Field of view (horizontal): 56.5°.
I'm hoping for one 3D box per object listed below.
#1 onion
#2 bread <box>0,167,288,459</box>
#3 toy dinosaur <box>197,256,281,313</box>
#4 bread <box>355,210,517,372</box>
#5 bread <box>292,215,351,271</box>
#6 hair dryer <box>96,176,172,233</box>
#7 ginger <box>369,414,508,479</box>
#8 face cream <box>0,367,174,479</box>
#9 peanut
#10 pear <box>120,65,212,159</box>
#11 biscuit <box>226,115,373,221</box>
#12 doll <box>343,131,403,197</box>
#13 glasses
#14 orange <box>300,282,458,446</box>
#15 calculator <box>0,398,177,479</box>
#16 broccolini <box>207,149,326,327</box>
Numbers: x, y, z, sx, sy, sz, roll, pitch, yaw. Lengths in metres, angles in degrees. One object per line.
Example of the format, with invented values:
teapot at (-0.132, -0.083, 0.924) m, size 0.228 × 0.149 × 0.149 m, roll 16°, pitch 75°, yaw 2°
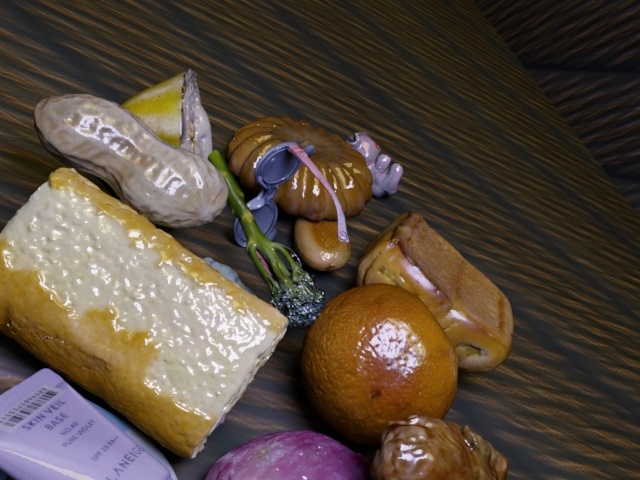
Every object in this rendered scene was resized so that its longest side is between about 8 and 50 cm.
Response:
onion at (0.010, 0.358, 0.799) m, size 0.349 × 0.159 × 0.267 m, roll -20°, pitch 69°, yaw -45°
bread at (-0.254, 0.101, 0.804) m, size 0.375 × 0.165 × 0.236 m, roll 34°, pitch 79°, yaw -1°
toy dinosaur at (-0.153, 0.108, 0.970) m, size 0.393 × 0.092 × 0.205 m, roll -2°, pitch 48°, yaw -28°
bread at (0.226, 0.110, 1.181) m, size 0.328 × 0.148 × 0.337 m, roll 43°, pitch 22°, yaw 0°
bread at (0.000, 0.000, 1.195) m, size 0.114 × 0.077 × 0.189 m, roll 3°, pitch 35°, yaw -12°
hair dryer at (-0.348, -0.033, 0.945) m, size 0.173 × 0.050 × 0.195 m, roll 53°, pitch 41°, yaw -16°
ginger at (0.161, 0.325, 0.800) m, size 0.172 × 0.321 × 0.165 m, roll -35°, pitch 41°, yaw -18°
face cream at (-0.259, 0.260, 0.679) m, size 0.274 × 0.096 × 0.154 m, roll 37°, pitch 21°, yaw 3°
peanut at (-0.277, -0.113, 0.880) m, size 0.298 × 0.120 × 0.136 m, roll 33°, pitch 27°, yaw -17°
pear at (-0.294, -0.181, 1.066) m, size 0.178 × 0.266 × 0.266 m, roll 1°, pitch 45°, yaw 1°
biscuit at (-0.035, -0.168, 1.265) m, size 0.326 × 0.107 × 0.325 m, roll 17°, pitch 35°, yaw -12°
doll at (0.117, -0.186, 1.444) m, size 0.192 × 0.095 × 0.149 m, roll 46°, pitch 0°, yaw -1°
glasses at (-0.033, -0.014, 1.027) m, size 0.118 × 0.234 × 0.268 m, roll -2°, pitch 40°, yaw -42°
orange at (0.094, 0.195, 0.943) m, size 0.264 × 0.264 × 0.264 m, roll 21°, pitch 42°, yaw -20°
calculator at (-0.309, 0.284, 0.717) m, size 0.303 × 0.042 × 0.188 m, roll 32°, pitch 41°, yaw -9°
broccolini at (-0.100, -0.013, 0.988) m, size 0.079 × 0.074 × 0.392 m, roll -13°, pitch 48°, yaw -21°
